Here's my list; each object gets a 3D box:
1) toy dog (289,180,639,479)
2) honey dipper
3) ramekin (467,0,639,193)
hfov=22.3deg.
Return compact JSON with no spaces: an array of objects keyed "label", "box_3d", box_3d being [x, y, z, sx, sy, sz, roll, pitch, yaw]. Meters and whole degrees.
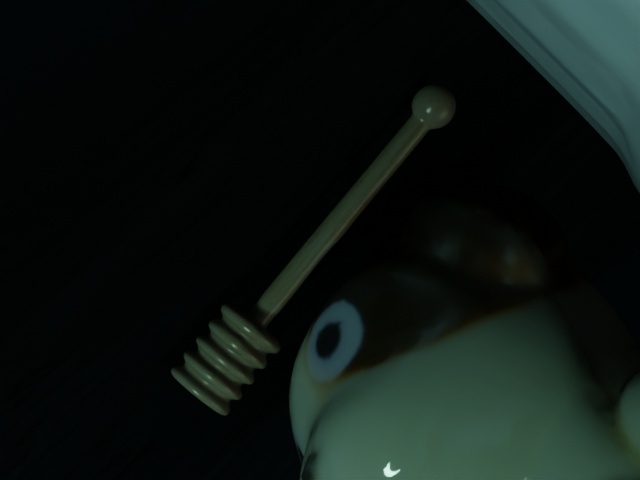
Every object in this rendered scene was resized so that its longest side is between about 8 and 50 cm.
[{"label":"toy dog","box_3d":[0.175,0.135,0.807,0.395,0.407,0.285,-55,167,-44]},{"label":"honey dipper","box_3d":[0.000,0.000,0.660,0.161,0.030,0.030,-51,169,-3]},{"label":"ramekin","box_3d":[0.129,-0.145,0.379,0.277,0.135,0.277,-45,168,-12]}]
